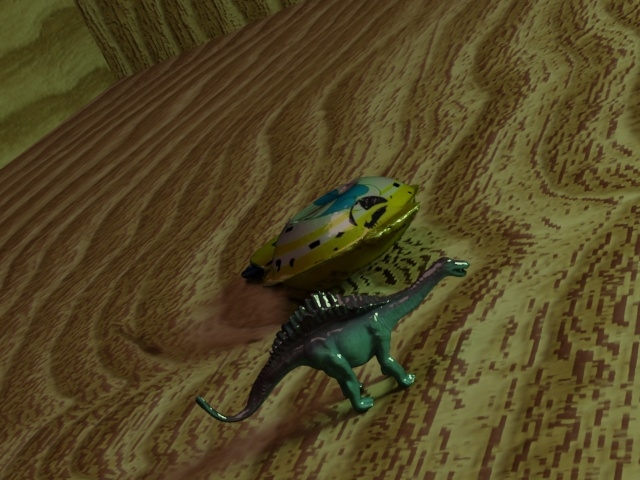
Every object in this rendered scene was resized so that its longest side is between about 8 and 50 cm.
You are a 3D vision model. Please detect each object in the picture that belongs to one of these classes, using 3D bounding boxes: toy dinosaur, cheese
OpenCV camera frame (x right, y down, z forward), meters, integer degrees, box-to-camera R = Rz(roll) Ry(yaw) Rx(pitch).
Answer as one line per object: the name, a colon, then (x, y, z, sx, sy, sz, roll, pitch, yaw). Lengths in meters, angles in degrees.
toy dinosaur: (0.015, 0.070, 0.750, 0.197, 0.080, 0.045, -28, 21, -4)
cheese: (0.000, 0.000, 0.995, 0.156, 0.064, 0.250, -35, 7, -27)
